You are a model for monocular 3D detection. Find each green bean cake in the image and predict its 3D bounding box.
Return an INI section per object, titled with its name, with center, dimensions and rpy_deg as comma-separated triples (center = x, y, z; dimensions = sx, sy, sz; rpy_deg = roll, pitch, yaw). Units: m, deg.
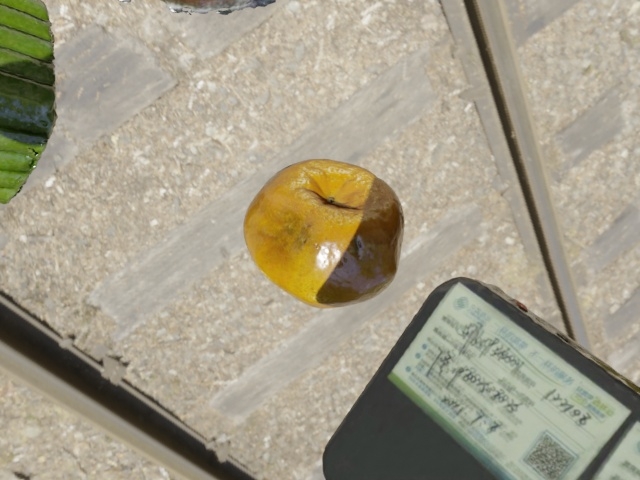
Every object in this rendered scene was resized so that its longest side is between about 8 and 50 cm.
[green bean cake]
center = -0.619, -0.268, 1.228
dimensions = 0.218, 0.319, 0.335
rpy_deg = 7, 141, -37

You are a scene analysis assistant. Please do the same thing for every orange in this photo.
[orange]
center = 0.000, 0.000, 1.032
dimensions = 0.249, 0.249, 0.183
rpy_deg = -12, 132, -23

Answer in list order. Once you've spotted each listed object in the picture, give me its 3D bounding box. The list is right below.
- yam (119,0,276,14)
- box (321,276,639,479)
[yam]
center = -0.027, -0.239, 0.264
dimensions = 0.131, 0.131, 0.279
rpy_deg = 0, 133, -32
[box]
center = 0.172, 0.194, 0.472
dimensions = 0.211, 0.350, 0.058
rpy_deg = -56, 144, 8
